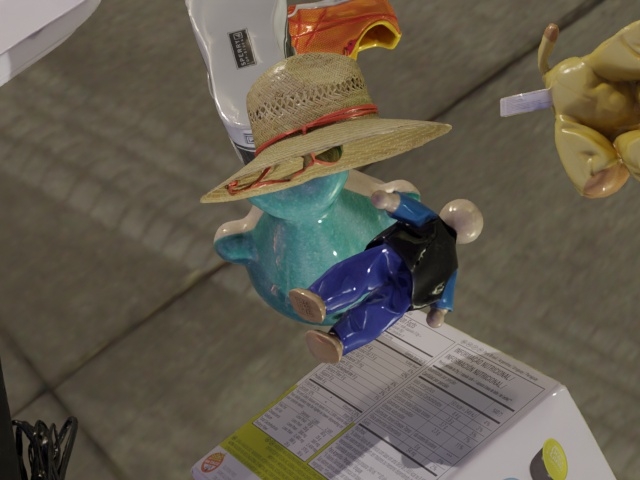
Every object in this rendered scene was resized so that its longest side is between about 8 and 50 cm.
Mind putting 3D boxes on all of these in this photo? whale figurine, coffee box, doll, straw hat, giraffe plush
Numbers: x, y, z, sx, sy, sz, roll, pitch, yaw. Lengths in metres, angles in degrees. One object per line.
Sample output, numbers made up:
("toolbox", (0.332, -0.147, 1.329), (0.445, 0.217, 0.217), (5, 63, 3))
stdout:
("whale figurine", (0.000, 0.000, 1.784), (0.216, 0.272, 0.141), (-13, 71, 4))
("coffee box", (0.126, 0.328, 1.987), (0.338, 0.334, 0.338), (25, 150, 59))
("doll", (0.062, 0.019, 1.417), (0.046, 0.189, 0.129), (6, 122, 53))
("straw hat", (-0.006, -0.069, 0.965), (0.144, 0.144, 0.061), (-18, 85, 26))
("giraffe plush", (0.315, -0.128, 1.797), (0.210, 0.170, 0.181), (12, 94, 39))

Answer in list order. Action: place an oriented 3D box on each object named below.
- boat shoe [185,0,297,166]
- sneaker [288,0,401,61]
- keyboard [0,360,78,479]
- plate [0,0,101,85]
("boat shoe", (-0.056, -0.136, 1.344), (0.077, 0.219, 0.070), (-10, 139, 2))
("sneaker", (-0.003, -0.180, 1.616), (0.067, 0.175, 0.064), (63, 160, 16))
("keyboard", (-0.128, 0.101, 0.607), (0.100, 0.192, 0.038), (7, 118, -19))
("plate", (-0.383, -0.214, 1.949), (0.278, 0.277, 0.045), (-36, 120, -12))
